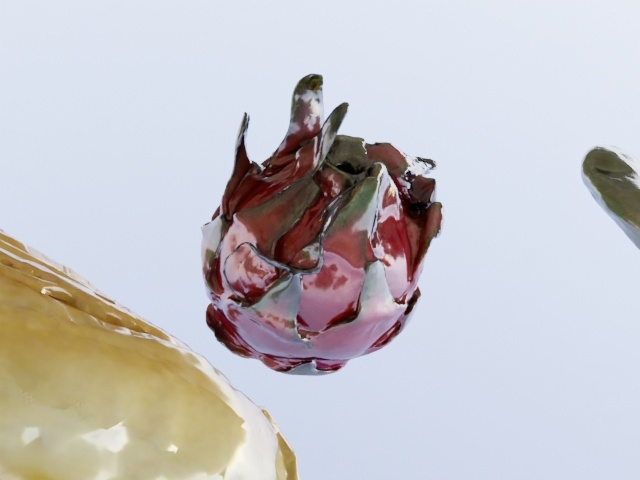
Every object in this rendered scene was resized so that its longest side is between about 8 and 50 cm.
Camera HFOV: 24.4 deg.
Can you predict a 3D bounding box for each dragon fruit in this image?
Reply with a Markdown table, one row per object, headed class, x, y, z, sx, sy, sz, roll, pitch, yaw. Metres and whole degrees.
| class | x | y | z | sx | sy | sz | roll | pitch | yaw |
| --- | --- | --- | --- | --- | --- | --- | --- | --- | --- |
| dragon fruit | 0.000 | 0.000 | 1.189 | 0.192 | 0.274 | 0.193 | 9 | -126 | -11 |

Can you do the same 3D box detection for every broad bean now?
| class | x | y | z | sx | sy | sz | roll | pitch | yaw |
| --- | --- | --- | --- | --- | --- | --- | --- | --- | --- |
| broad bean | 0.281 | -0.008 | 1.184 | 0.072 | 0.153 | 0.206 | -53 | -129 | 5 |

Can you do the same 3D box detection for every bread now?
| class | x | y | z | sx | sy | sz | roll | pitch | yaw |
| --- | --- | --- | --- | --- | --- | --- | --- | --- | --- |
| bread | -0.113 | 0.071 | 0.397 | 0.198 | 0.236 | 0.120 | 26 | -114 | -14 |
